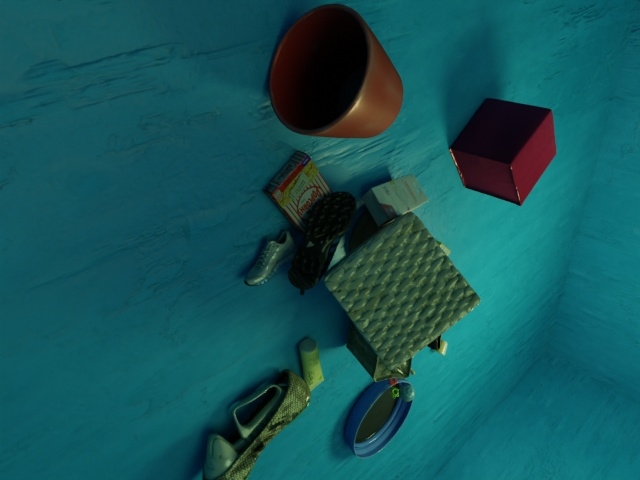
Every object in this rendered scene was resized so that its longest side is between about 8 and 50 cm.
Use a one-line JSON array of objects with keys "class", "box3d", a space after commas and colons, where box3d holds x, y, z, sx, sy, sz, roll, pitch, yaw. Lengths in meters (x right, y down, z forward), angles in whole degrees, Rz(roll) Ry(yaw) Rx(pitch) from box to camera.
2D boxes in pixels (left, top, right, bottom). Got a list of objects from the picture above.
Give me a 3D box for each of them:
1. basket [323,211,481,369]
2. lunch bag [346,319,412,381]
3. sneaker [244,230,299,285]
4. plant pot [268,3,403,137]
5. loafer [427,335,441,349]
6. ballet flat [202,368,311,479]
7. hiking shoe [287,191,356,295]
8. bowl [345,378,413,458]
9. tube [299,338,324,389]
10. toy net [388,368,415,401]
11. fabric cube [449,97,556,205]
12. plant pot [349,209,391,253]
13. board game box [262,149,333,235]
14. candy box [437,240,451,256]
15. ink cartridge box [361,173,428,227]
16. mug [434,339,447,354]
[{"class": "basket", "box3d": [0.223, 0.133, 1.258, 0.331, 0.328, 0.266, -37, 176, 2]}, {"class": "lunch bag", "box3d": [0.214, 0.297, 1.525, 0.168, 0.235, 0.287, 2, 107, -24]}, {"class": "sneaker", "box3d": [-0.142, 0.043, 1.191, 0.190, 0.071, 0.083, -45, 130, -29]}, {"class": "plant pot", "box3d": [0.058, -0.360, 1.034, 0.243, 0.274, 0.275, 2, 110, -54]}, {"class": "loafer", "box3d": [0.541, 0.348, 1.990, 0.109, 0.095, 0.303, 0, 111, -44]}, {"class": "ballet flat", "box3d": [-0.230, 0.591, 1.354, 0.483, 0.164, 0.182, -45, 115, -25]}, {"class": "hiking shoe", "box3d": [0.000, 0.000, 1.226, 0.304, 0.113, 0.132, -59, 173, -13]}, {"class": "bowl", "box3d": [0.261, 0.775, 1.964, 0.391, 0.077, 0.392, -22, 125, -35]}, {"class": "tube", "box3d": [-0.029, 0.435, 1.514, 0.069, 0.062, 0.240, -3, 128, 2]}, {"class": "toy net", "box3d": [0.345, 0.564, 1.895, 0.121, 0.232, 0.045, 7, 148, -8]}, {"class": "fabric cube", "box3d": [0.684, -0.329, 1.646, 0.258, 0.254, 0.259, -53, 138, -9]}, {"class": "plant pot", "box3d": [0.217, 0.001, 1.478, 0.237, 0.109, 0.238, -23, 127, -34]}, {"class": "board game box", "box3d": [-0.050, -0.123, 1.198, 0.147, 0.045, 0.193, -51, 137, -11]}, {"class": "candy box", "box3d": [0.464, 0.111, 1.838, 0.105, 0.027, 0.206, 31, 89, -49]}, {"class": "ink cartridge box", "box3d": [0.242, -0.132, 1.419, 0.198, 0.115, 0.067, -23, 170, -33]}, {"class": "mug", "box3d": [0.587, 0.517, 2.155, 0.078, 0.062, 0.064, 39, 75, -54]}]
